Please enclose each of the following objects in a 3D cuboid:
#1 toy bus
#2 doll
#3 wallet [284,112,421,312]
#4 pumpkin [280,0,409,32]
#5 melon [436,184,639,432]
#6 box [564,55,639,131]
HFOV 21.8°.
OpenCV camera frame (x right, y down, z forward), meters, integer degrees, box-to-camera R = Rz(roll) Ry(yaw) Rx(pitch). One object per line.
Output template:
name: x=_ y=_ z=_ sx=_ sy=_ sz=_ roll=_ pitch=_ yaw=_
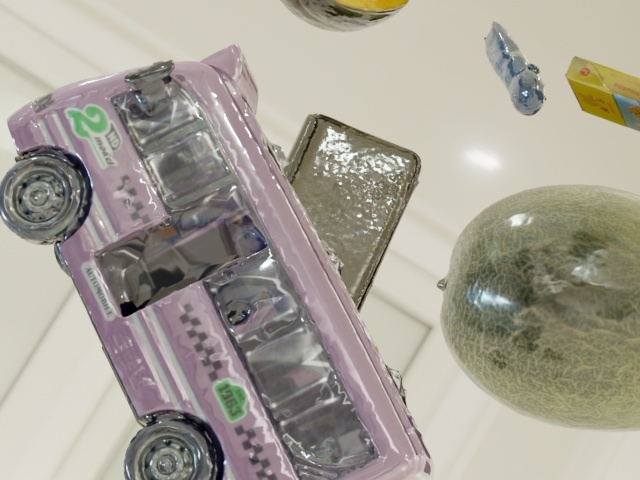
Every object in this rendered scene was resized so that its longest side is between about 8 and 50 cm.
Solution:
toy bus: x=-0.040 y=0.026 z=0.635 sx=0.199 sy=0.108 sz=0.096 roll=63 pitch=0 yaw=15
doll: x=0.161 y=-0.145 z=1.388 sx=0.027 sy=0.037 sz=0.125 roll=-3 pitch=37 yaw=-13
wallet: x=0.000 y=0.000 z=1.350 sx=0.110 sy=0.198 sz=0.031 roll=23 pitch=-18 yaw=7
pumpkin: x=0.003 y=-0.248 z=1.406 sx=0.119 sy=0.183 sz=0.107 roll=8 pitch=-29 yaw=-31
melon: x=0.281 y=0.069 z=1.679 sx=0.329 sy=0.248 sz=0.248 roll=10 pitch=-9 yaw=0
box: x=0.269 y=-0.097 z=1.286 sx=0.155 sy=0.023 sz=0.087 roll=23 pitch=-3 yaw=23
